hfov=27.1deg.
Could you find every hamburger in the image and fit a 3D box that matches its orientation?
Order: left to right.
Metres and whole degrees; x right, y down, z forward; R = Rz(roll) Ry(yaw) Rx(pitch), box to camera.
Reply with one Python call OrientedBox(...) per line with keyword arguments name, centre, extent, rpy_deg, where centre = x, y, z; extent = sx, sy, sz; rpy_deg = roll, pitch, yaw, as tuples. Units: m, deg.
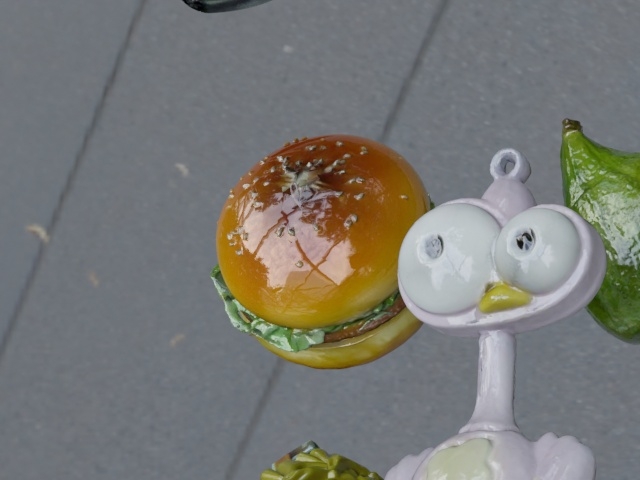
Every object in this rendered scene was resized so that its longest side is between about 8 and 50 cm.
OrientedBox(name="hamburger", centre=(0.002, 0.000, 1.320), extent=(0.246, 0.170, 0.246), rpy_deg=(-10, 50, 12))

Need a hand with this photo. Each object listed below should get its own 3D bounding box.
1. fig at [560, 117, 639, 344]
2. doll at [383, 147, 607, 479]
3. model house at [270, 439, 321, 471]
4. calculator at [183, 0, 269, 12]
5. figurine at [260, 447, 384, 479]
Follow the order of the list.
OrientedBox(name="fig", centre=(0.317, -0.019, 1.391), extent=(0.235, 0.203, 0.203), rpy_deg=(43, 111, 20))
OrientedBox(name="doll", centre=(0.118, 0.099, 0.913), extent=(0.160, 0.094, 0.365), rpy_deg=(-14, 58, 37))
OrientedBox(name="model house", centre=(-0.035, 0.398, 1.617), extent=(0.215, 0.224, 0.198), rpy_deg=(-37, 18, 3))
OrientedBox(name="calculator", centre=(-0.121, -0.384, 1.735), extent=(0.177, 0.268, 0.040), rpy_deg=(54, 141, 6))
OrientedBox(name="figurine", centre=(0.076, 0.256, 1.071), extent=(0.315, 0.187, 0.168), rpy_deg=(-12, 86, 51))
